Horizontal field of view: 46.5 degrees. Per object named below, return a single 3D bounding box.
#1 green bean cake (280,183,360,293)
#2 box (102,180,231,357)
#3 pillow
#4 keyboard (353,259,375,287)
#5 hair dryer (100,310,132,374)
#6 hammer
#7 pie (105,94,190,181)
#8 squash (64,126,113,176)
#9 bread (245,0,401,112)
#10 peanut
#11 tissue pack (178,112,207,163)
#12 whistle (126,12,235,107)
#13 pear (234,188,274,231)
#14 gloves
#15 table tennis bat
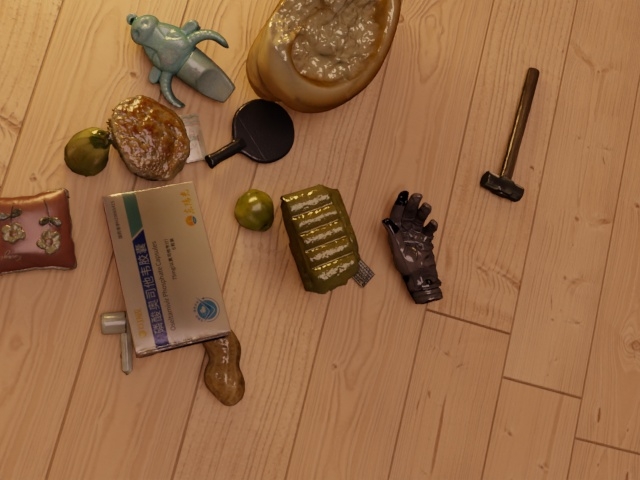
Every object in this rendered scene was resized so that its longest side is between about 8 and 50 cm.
[{"bbox_3d":[0.000,0.000,1.618,0.124,0.236,0.233,-18,89,-7],"label":"green bean cake"},{"bbox_3d":[-0.323,0.057,1.559,0.200,0.065,0.343,-11,76,-20],"label":"box"},{"bbox_3d":[-0.592,-0.016,1.502,0.179,0.075,0.171,-7,88,-19],"label":"pillow"},{"bbox_3d":[0.073,0.051,1.763,0.049,0.015,0.129,-45,100,-17],"label":"keyboard"},{"bbox_3d":[-0.416,0.217,1.564,0.082,0.047,0.137,-4,94,-19],"label":"hair dryer"},{"bbox_3d":[0.512,-0.285,1.941,0.111,0.043,0.365,22,76,-15],"label":"hammer"},{"bbox_3d":[-0.365,-0.217,1.598,0.163,0.079,0.194,-21,91,-20],"label":"pie"},{"bbox_3d":[-0.452,-0.190,1.494,0.094,0.224,0.094,2,85,-26],"label":"squash"},{"bbox_3d":[-0.009,-0.493,1.651,0.424,0.245,0.329,-61,143,-12],"label":"bread"},{"bbox_3d":[-0.213,0.263,1.609,0.089,0.089,0.193,-7,83,-20],"label":"peanut"},{"bbox_3d":[-0.288,-0.227,1.656,0.056,0.023,0.108,-15,91,-21],"label":"tissue pack"},{"bbox_3d":[-0.308,-0.403,1.632,0.274,0.093,0.186,36,101,-16],"label":"whistle"},{"bbox_3d":[-0.142,-0.065,1.661,0.092,0.092,0.097,-45,100,-17],"label":"pear"},{"bbox_3d":[0.220,0.022,1.768,0.142,0.119,0.286,-14,104,-31],"label":"gloves"},{"bbox_3d":[-0.160,-0.232,1.692,0.236,0.027,0.150,-35,97,-25],"label":"table tennis bat"}]
